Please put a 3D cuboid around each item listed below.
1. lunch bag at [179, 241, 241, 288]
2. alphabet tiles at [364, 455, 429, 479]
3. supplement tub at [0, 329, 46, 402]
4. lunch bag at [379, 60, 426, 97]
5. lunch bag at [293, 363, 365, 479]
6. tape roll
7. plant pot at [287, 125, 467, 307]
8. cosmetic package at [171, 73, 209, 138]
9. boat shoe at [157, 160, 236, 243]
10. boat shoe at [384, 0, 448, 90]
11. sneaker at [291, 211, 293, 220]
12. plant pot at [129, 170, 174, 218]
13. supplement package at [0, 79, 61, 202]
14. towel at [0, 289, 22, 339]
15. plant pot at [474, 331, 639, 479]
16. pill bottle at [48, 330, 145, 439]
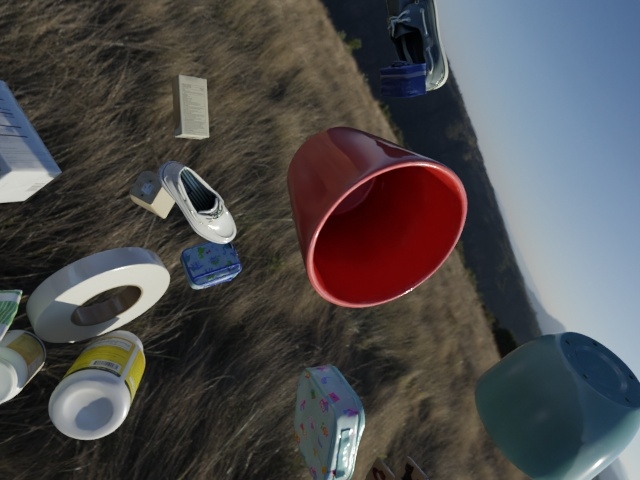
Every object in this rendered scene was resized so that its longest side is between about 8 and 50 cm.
[{"bbox_3d":[-0.444,0.095,1.649,0.219,0.090,0.176,-17,78,-32],"label":"lunch bag"},{"bbox_3d":[0.153,0.637,0.810,0.011,0.342,0.285,20,10,-39],"label":"alphabet tiles"},{"bbox_3d":[-0.815,0.325,1.036,0.144,0.144,0.199,60,-12,-14],"label":"supplement tub"},{"bbox_3d":[0.163,-0.325,0.810,0.098,0.067,0.065,31,-46,53],"label":"lunch bag"},{"bbox_3d":[0.020,0.501,1.094,0.108,0.279,0.224,-4,22,-29],"label":"lunch bag"},{"bbox_3d":[-0.655,0.170,1.223,0.072,0.392,0.392,52,18,18],"label":"tape roll"},{"bbox_3d":[0.067,-0.064,0.705,0.275,0.275,0.243,45,9,-40],"label":"plant pot"},{"bbox_3d":[-0.259,-0.264,0.806,0.060,0.041,0.115,-4,97,-39],"label":"cosmetic package"},{"bbox_3d":[-0.239,-0.065,0.830,0.083,0.076,0.226,-58,136,-19],"label":"boat shoe"},{"bbox_3d":[0.223,-0.528,1.000,0.099,0.116,0.319,-31,103,-40],"label":"boat shoe"},{"bbox_3d":[0.000,0.000,1.146,0.131,0.148,0.350,19,3,-31],"label":"sneaker"},{"bbox_3d":[-0.489,-0.142,1.177,0.109,0.109,0.096,29,-6,1],"label":"plant pot"},{"bbox_3d":[-0.725,-0.220,0.882,0.244,0.139,0.134,60,13,-3],"label":"supplement package"},{"bbox_3d":[-0.765,0.191,0.784,0.325,0.248,0.038,-125,-139,-60],"label":"towel"},{"bbox_3d":[0.536,0.345,0.888,0.293,0.235,0.293,16,36,-12],"label":"plant pot"},{"bbox_3d":[-0.620,0.392,1.170,0.188,0.188,0.334,59,-5,-16],"label":"pill bottle"}]
